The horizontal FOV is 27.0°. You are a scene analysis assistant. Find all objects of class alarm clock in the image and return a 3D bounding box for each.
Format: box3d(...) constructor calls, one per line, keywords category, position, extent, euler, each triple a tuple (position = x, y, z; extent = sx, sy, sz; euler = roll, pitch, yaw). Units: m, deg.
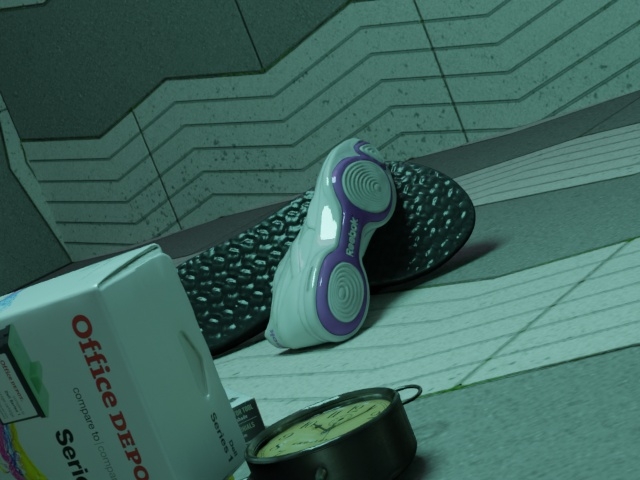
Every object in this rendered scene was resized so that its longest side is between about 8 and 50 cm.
box3d(category="alarm clock", position=(0.022, 0.159, 1.050), extent=(0.129, 0.064, 0.192), euler=(-15, 13, 43))

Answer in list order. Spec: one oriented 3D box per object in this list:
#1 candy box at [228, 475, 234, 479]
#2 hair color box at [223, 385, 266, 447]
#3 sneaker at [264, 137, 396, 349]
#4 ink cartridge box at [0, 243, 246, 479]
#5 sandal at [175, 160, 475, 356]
box3d(category="candy box", position=(-0.171, 0.245, 1.123), extent=(0.105, 0.027, 0.206), euler=(-19, 7, 38))
box3d(category="hair color box", position=(-0.120, 0.185, 1.305), extent=(0.093, 0.053, 0.167), euler=(-23, 6, -18))
box3d(category="sneaker", position=(0.000, 0.000, 1.654), extent=(0.152, 0.114, 0.305), euler=(-26, 36, 45))
box3d(category="ink cartridge box", position=(-0.231, 0.145, 1.113), extent=(0.278, 0.201, 0.117), euler=(-18, 9, 23))
box3d(category="sandal", position=(-0.008, 0.022, 1.778), extent=(0.445, 0.168, 0.107), euler=(-21, -16, 9))
